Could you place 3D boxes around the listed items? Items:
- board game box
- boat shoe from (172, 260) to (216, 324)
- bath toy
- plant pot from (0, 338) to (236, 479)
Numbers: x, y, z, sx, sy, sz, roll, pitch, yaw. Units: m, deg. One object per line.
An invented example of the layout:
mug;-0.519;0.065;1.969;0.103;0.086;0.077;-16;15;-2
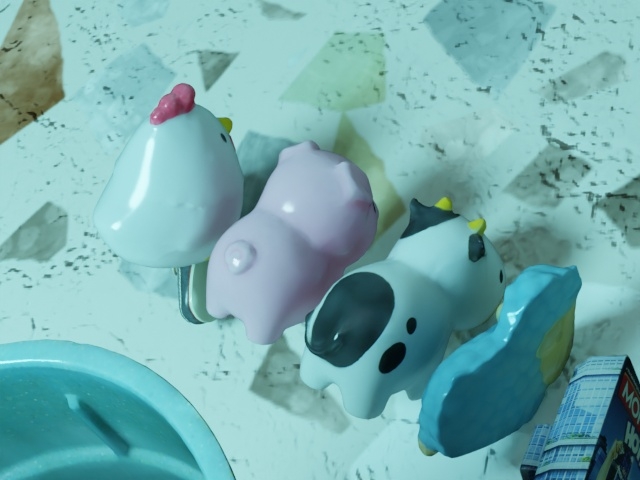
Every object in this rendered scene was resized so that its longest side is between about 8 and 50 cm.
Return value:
board game box;0.157;0.161;0.972;0.060;0.194;0.194;-1;45;30
boat shoe;-0.090;0.006;1.300;0.043;0.049;0.137;-16;50;26
bath toy;0.000;0.000;1.165;0.348;0.129;0.151;28;34;29
plant pot;-0.106;0.280;0.927;0.341;0.334;0.341;-16;52;21
